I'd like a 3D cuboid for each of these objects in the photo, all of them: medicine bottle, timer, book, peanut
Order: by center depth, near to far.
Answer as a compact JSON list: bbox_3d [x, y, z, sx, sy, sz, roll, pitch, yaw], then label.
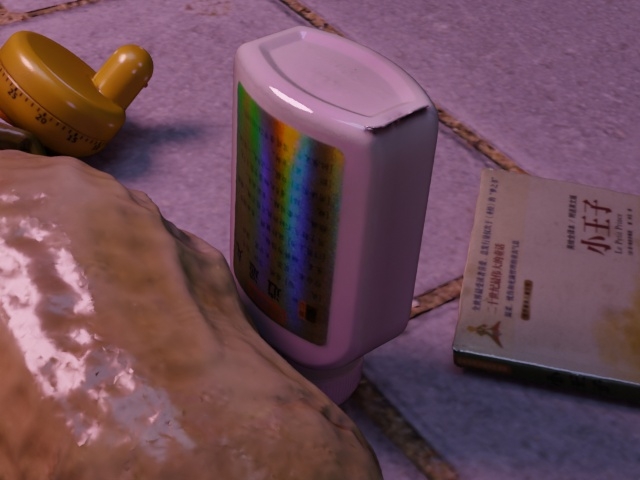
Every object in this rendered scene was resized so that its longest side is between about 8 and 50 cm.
[{"bbox_3d":[-0.103,0.077,0.580,0.174,0.158,0.340,29,17,-49],"label":"peanut"},{"bbox_3d":[0.000,0.000,0.630,0.078,0.219,0.115,-27,48,-33],"label":"medicine bottle"},{"bbox_3d":[0.240,0.040,0.757,0.289,0.026,0.201,10,41,6],"label":"book"},{"bbox_3d":[-0.189,-0.116,0.845,0.107,0.109,0.107,40,13,-11],"label":"timer"}]

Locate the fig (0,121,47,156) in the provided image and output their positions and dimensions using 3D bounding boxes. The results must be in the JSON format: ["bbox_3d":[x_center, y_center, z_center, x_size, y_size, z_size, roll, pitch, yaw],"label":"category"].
[{"bbox_3d":[-0.281,-0.075,0.758,0.186,0.142,0.148,-6,65,7],"label":"fig"}]
